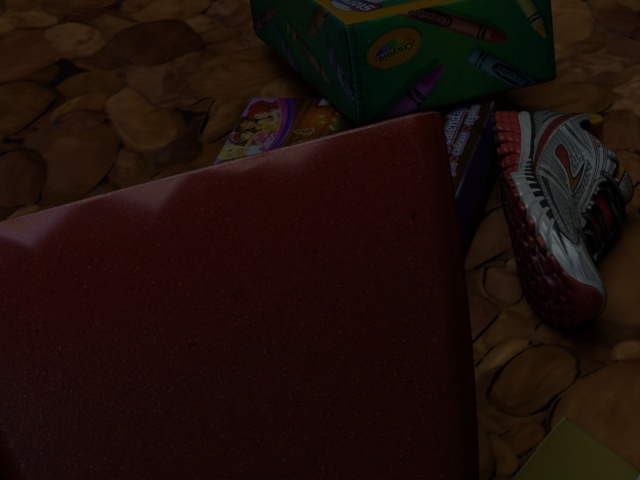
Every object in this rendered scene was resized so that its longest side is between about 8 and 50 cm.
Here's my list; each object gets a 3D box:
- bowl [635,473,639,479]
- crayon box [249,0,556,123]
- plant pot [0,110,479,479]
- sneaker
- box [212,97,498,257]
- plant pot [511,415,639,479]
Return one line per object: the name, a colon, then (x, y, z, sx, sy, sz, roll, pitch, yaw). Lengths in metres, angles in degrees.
bowl: (0.236, 0.180, 0.895, 0.142, 0.053, 0.142, -8, 73, 10)
crayon box: (0.056, -0.185, 1.389, 0.165, 0.081, 0.278, -13, 25, -14)
plant pot: (-0.046, 0.104, 0.915, 0.267, 0.267, 0.235, -16, 80, -7)
sneaker: (0.174, -0.028, 1.197, 0.093, 0.088, 0.225, -8, 37, 5)
box: (0.000, 0.000, 1.237, 0.201, 0.057, 0.293, 2, 39, 20)
plant pot: (0.148, 0.165, 0.960, 0.083, 0.081, 0.081, 26, 50, 25)
